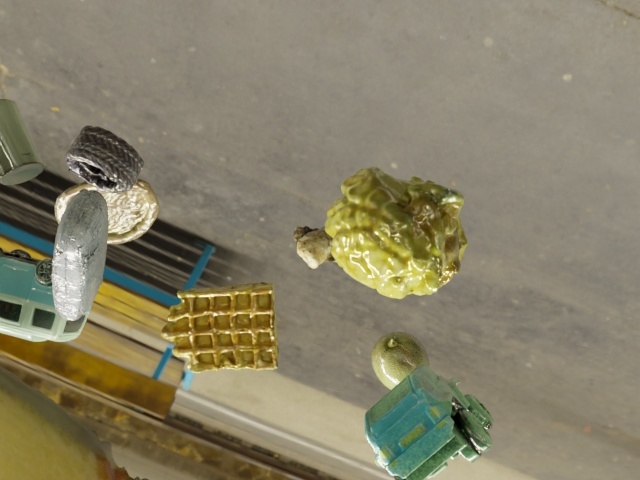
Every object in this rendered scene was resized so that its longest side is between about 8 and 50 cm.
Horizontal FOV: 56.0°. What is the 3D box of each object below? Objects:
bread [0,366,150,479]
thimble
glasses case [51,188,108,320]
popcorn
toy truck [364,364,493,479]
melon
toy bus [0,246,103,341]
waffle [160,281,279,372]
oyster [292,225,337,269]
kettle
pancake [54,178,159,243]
[{"bbox_3d":[-0.137,0.303,0.371,0.405,0.242,0.346,16,152,48],"label":"bread"},{"bbox_3d":[-0.330,-0.122,0.919,0.104,0.066,0.095,36,151,-32],"label":"thimble"},{"bbox_3d":[-0.357,0.029,0.897,0.067,0.109,0.282,19,145,-13],"label":"glasses case"},{"bbox_3d":[0.093,-0.011,0.702,0.173,0.173,0.142,8,125,18],"label":"popcorn"},{"bbox_3d":[0.173,0.294,0.967,0.156,0.155,0.279,49,-171,14],"label":"toy truck"},{"bbox_3d":[0.197,0.298,1.483,0.139,0.139,0.192,0,137,29],"label":"melon"},{"bbox_3d":[-0.601,0.103,1.199,0.271,0.165,0.133,13,174,5],"label":"toy bus"},{"bbox_3d":[-0.185,0.164,1.105,0.210,0.055,0.161,-5,100,-2],"label":"waffle"},{"bbox_3d":[-0.004,-0.005,1.414,0.166,0.094,0.294,9,-170,-20],"label":"oyster"},{"bbox_3d":[-0.625,-0.193,1.185,0.098,0.148,0.127,-27,175,4],"label":"kettle"},{"bbox_3d":[-0.515,-0.073,1.464,0.250,0.031,0.250,-13,147,-9],"label":"pancake"}]
